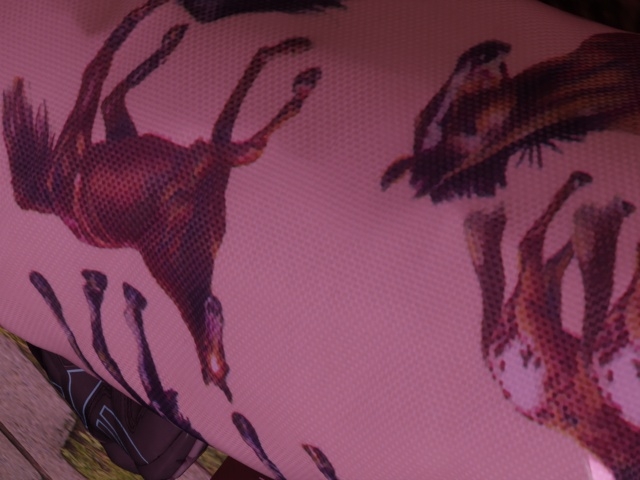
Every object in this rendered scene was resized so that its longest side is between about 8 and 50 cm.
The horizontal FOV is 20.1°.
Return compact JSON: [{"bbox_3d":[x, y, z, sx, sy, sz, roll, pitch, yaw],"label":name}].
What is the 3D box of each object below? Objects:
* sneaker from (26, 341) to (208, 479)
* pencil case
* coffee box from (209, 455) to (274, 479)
[{"bbox_3d":[-0.095,0.061,0.922,0.106,0.101,0.267,43,159,-6],"label":"sneaker"},{"bbox_3d":[0.000,0.000,0.543,0.410,0.160,0.183,23,141,34],"label":"pencil case"},{"bbox_3d":[0.002,0.258,1.181,0.141,0.098,0.246,24,156,32],"label":"coffee box"}]
